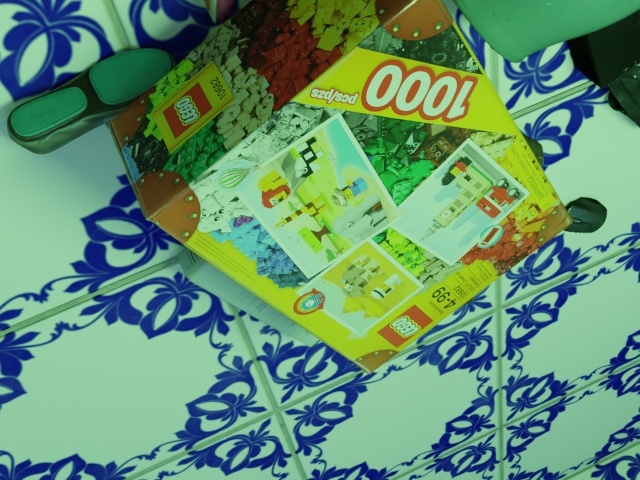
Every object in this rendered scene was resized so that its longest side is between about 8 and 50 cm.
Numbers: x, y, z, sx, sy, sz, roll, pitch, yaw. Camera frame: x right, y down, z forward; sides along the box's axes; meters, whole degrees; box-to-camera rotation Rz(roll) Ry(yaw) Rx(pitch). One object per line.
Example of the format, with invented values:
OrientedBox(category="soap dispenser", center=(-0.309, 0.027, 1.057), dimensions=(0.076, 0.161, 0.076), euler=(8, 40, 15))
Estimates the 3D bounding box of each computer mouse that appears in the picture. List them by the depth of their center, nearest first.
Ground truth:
OrientedBox(category="computer mouse", center=(0.447, -0.043, 1.550), dimensions=(0.242, 0.041, 0.071), euler=(-1, 131, -29))

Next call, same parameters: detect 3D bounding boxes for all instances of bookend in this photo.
OrientedBox(category="bookend", center=(0.447, -0.337, 1.238), dimensions=(0.156, 0.072, 0.157), euler=(-36, 138, 4))

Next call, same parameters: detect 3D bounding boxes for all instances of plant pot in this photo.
OrientedBox(category="plant pot", center=(0.285, -0.361, 1.000), dimensions=(0.255, 0.271, 0.272), euler=(-35, 141, 29))

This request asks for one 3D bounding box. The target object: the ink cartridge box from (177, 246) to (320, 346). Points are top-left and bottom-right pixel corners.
OrientedBox(category="ink cartridge box", center=(0.000, 0.000, 1.313), dimensions=(0.324, 0.071, 0.330), euler=(-41, 140, 10))

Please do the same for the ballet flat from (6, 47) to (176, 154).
OrientedBox(category="ballet flat", center=(-0.271, -0.168, 1.005), dimensions=(0.213, 0.072, 0.068), euler=(-25, 166, -5))

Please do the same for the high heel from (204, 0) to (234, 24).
OrientedBox(category="high heel", center=(-0.077, -0.358, 0.918), dimensions=(0.117, 0.082, 0.244), euler=(-13, 128, -22))

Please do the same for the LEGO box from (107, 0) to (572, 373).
OrientedBox(category="LEGO box", center=(0.052, -0.083, 1.058), dimensions=(0.372, 0.193, 0.500), euler=(-39, 139, 10))

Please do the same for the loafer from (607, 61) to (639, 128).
OrientedBox(category="loafer", center=(0.520, -0.242, 1.384), dimensions=(0.078, 0.076, 0.223), euler=(-8, 156, 30))

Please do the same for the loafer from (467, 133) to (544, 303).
OrientedBox(category="loafer", center=(0.282, -0.024, 1.402), dimensions=(0.130, 0.134, 0.366), euler=(-3, 132, -27))
